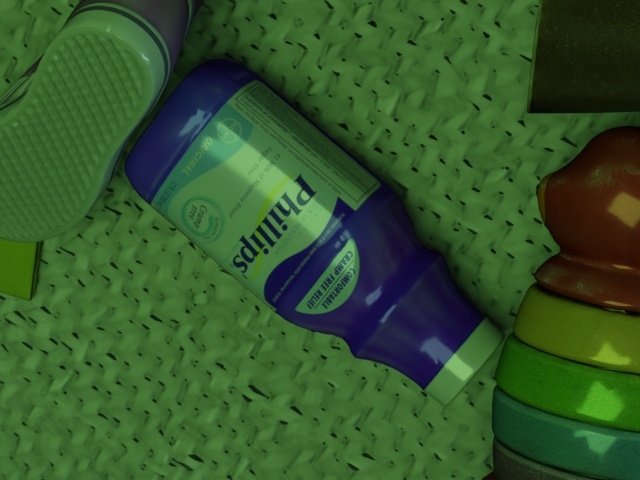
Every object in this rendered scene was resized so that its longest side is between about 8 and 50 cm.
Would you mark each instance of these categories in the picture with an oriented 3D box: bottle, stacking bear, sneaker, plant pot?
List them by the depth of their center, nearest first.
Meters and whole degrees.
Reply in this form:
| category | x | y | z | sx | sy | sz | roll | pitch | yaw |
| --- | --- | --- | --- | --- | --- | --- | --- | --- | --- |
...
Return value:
| category | x | y | z | sx | sy | sz | roll | pitch | yaw |
| --- | --- | --- | --- | --- | --- | --- | --- | --- | --- |
| plant pot | 0.253 | -0.171 | 1.190 | 0.230 | 0.215 | 0.215 | 7 | 106 | 6 |
| stacking bear | 0.190 | 0.066 | 1.291 | 0.164 | 0.175 | 0.289 | 11 | 100 | 17 |
| bottle | 0.000 | 0.000 | 1.361 | 0.283 | 0.092 | 0.118 | 41 | 116 | 4 |
| sneaker | -0.161 | -0.111 | 1.380 | 0.102 | 0.161 | 0.282 | 37 | 138 | -15 |

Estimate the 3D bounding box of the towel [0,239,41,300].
| category | x | y | z | sx | sy | sz | roll | pitch | yaw |
| --- | --- | --- | --- | --- | --- | --- | --- | --- | --- |
| towel | -0.320 | -0.031 | 1.497 | 0.237 | 0.021 | 0.102 | 16 | 113 | 13 |
